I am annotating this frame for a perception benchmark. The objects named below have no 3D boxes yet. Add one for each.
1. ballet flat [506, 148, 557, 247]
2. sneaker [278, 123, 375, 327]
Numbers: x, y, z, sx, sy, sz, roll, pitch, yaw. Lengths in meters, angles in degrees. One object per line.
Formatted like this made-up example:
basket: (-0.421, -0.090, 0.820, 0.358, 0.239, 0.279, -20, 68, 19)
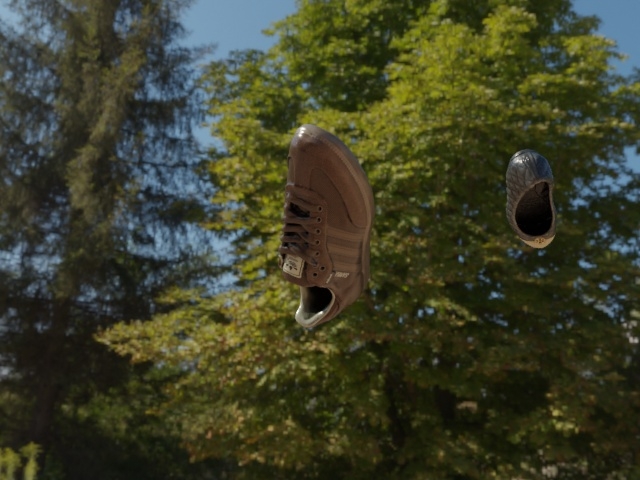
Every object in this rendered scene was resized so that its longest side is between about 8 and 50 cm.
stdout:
ballet flat: (0.246, -0.037, 0.793, 0.057, 0.049, 0.173, -15, -37, 14)
sneaker: (0.000, 0.000, 0.536, 0.066, 0.071, 0.188, 24, -34, 31)
